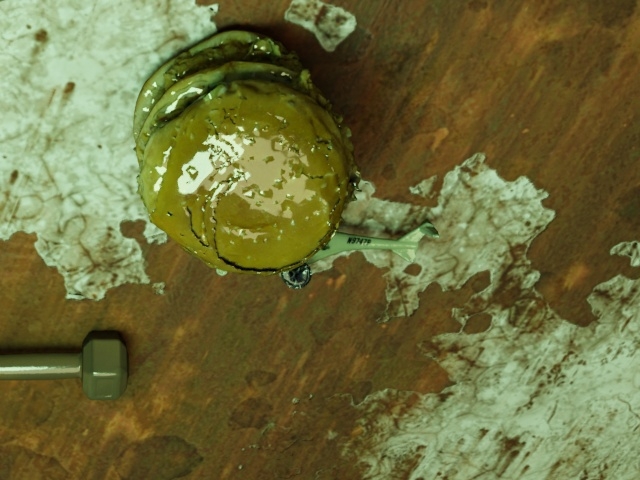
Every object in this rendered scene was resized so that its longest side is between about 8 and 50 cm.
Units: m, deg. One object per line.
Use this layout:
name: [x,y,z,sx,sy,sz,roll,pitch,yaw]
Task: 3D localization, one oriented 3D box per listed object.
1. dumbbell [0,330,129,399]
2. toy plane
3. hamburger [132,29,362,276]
dumbbell: [-0.360,0.161,2.007,0.231,0.082,0.092,0,131,-10]
toy plane: [0.000,0.000,1.944,0.286,0.092,0.108,5,104,-12]
hamburger: [-0.078,-0.100,1.762,0.260,0.211,0.245,17,120,-17]
